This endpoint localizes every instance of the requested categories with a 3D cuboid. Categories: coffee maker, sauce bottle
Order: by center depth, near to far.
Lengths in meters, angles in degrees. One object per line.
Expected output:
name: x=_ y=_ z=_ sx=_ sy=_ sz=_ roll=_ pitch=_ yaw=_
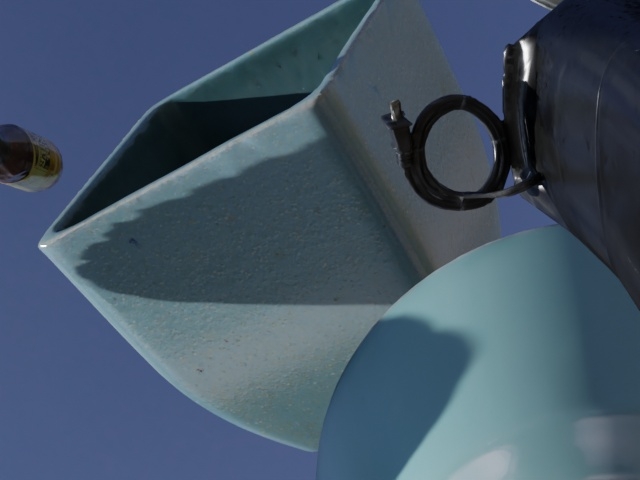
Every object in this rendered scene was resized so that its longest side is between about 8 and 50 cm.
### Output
coffee maker: x=0.128 y=-0.018 z=0.622 sx=0.171 sy=0.178 sz=0.120 roll=-29 pitch=-71 yaw=4
sauce bottle: x=-0.209 y=-0.057 z=1.232 sx=0.042 sy=0.042 sz=0.128 roll=-62 pitch=-7 yaw=1

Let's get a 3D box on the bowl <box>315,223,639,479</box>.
bowl: x=0.143 y=0.161 z=0.876 sx=0.163 sy=0.311 sz=0.311 roll=-72 pitch=-3 yaw=-71

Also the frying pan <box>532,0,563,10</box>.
frying pan: x=0.176 y=-0.172 z=1.132 sx=0.053 sy=0.197 sz=0.326 roll=12 pitch=-97 yaw=-74

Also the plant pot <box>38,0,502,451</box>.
plant pot: x=0.000 y=0.000 z=1.313 sx=0.252 sy=0.248 sz=0.247 roll=56 pitch=-152 yaw=-16
